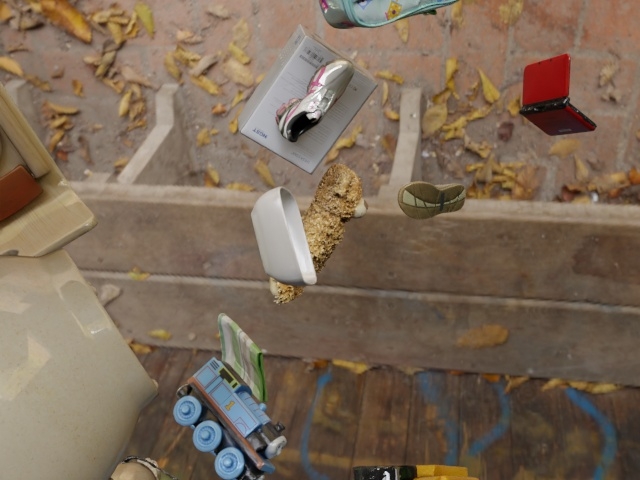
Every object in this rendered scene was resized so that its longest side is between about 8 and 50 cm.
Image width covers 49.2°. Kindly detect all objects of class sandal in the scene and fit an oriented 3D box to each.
[{"bbox_3d":[0.206,-0.081,1.332,0.049,0.180,0.072,22,112,46],"label":"sandal"}]

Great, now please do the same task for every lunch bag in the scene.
[{"bbox_3d":[0.117,-0.457,1.108,0.108,0.279,0.224,16,127,58],"label":"lunch bag"}]

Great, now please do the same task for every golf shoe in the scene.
[{"bbox_3d":[-0.002,-0.256,1.303,0.186,0.086,0.067,-43,132,19],"label":"golf shoe"}]

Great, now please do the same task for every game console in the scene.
[{"bbox_3d":[0.436,-0.261,1.278,0.124,0.144,0.085,33,86,-15],"label":"game console"}]

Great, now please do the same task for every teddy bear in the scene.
[{"bbox_3d":[0.000,0.000,1.543,0.113,0.338,0.245,32,170,15],"label":"teddy bear"}]

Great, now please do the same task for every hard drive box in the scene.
[{"bbox_3d":[-0.030,-0.278,1.399,0.181,0.089,0.232,29,112,-25],"label":"hard drive box"}]

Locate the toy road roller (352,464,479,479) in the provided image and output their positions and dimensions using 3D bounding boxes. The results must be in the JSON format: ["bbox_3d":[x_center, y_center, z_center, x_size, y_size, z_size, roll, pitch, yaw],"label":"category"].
[{"bbox_3d":[0.204,0.432,1.018,0.240,0.202,0.329,-12,157,29],"label":"toy road roller"}]

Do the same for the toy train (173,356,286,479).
[{"bbox_3d":[-0.125,0.256,0.982,0.184,0.105,0.080,43,172,26],"label":"toy train"}]

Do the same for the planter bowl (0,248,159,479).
[{"bbox_3d":[-0.155,0.071,0.367,0.109,0.162,0.162,-34,125,-17],"label":"planter bowl"}]

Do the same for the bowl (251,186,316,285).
[{"bbox_3d":[-0.053,0.000,0.984,0.053,0.142,0.142,-15,85,8],"label":"bowl"}]

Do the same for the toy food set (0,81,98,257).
[{"bbox_3d":[-0.360,-0.085,0.565,0.306,0.220,0.092,62,161,-19],"label":"toy food set"}]

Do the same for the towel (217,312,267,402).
[{"bbox_3d":[-0.141,0.207,1.240,0.023,0.152,0.113,-19,120,-26],"label":"towel"}]

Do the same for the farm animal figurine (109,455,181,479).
[{"bbox_3d":[-0.369,0.490,1.120,0.172,0.327,0.330,39,157,-8],"label":"farm animal figurine"}]
